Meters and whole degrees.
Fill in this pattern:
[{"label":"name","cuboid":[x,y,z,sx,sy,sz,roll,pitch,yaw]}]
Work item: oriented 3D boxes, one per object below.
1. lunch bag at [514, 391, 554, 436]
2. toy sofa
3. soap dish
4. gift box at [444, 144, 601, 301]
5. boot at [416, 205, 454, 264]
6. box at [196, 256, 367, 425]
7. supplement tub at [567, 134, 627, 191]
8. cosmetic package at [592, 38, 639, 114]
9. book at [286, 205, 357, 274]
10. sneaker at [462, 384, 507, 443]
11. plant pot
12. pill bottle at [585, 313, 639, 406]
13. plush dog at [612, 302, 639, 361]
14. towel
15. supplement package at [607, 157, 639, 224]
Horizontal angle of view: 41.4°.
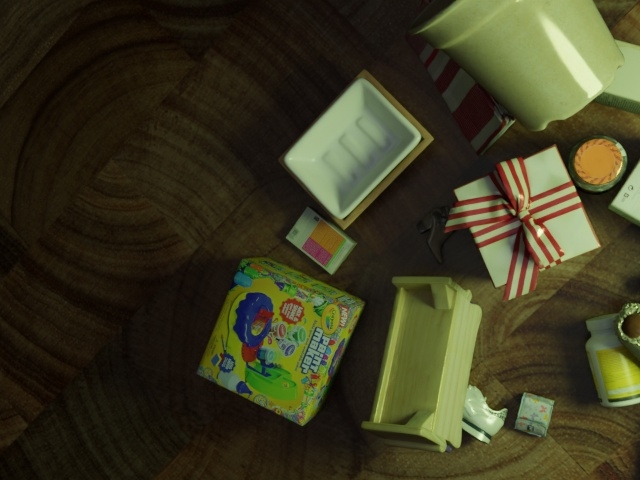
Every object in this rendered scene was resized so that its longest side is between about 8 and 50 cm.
[{"label":"lunch bag","cuboid":[0.469,0.385,1.857,0.071,0.053,0.083,16,104,17]},{"label":"toy sofa","cuboid":[0.224,0.268,1.832,0.150,0.177,0.362,-2,65,36]},{"label":"soap dish","cuboid":[0.082,-0.205,1.932,0.291,0.118,0.229,-45,79,11]},{"label":"gift box","cuboid":[0.417,-0.029,1.764,0.276,0.258,0.255,-29,82,13]},{"label":"boot","cuboid":[0.277,-0.016,1.919,0.087,0.042,0.118,-29,89,6]},{"label":"box","cuboid":[-0.085,0.223,1.953,0.279,0.177,0.289,23,96,14]},{"label":"supplement tub","cuboid":[0.572,-0.156,1.753,0.117,0.190,0.116,0,90,16]},{"label":"cosmetic package","cuboid":[0.580,-0.356,1.768,0.310,0.160,0.113,21,95,14]},{"label":"book","cuboid":[0.000,0.000,2.002,0.144,0.035,0.096,39,103,13]},{"label":"sneaker","cuboid":[0.302,0.354,1.898,0.235,0.090,0.094,35,85,11]},{"label":"plant pot","cuboid":[0.386,-0.385,1.580,0.334,0.334,0.305,-39,102,13]},{"label":"pill bottle","cuboid":[0.620,0.251,1.785,0.103,0.103,0.184,-14,87,16]},{"label":"plush dog","cuboid":[0.750,0.175,1.720,0.263,0.210,0.225,22,71,27]},{"label":"towel","cuboid":[0.289,-0.353,1.817,0.037,0.237,0.328,-28,82,-9]},{"label":"supplement package","cuboid":[0.758,-0.066,1.706,0.293,0.177,0.175,33,98,13]}]
